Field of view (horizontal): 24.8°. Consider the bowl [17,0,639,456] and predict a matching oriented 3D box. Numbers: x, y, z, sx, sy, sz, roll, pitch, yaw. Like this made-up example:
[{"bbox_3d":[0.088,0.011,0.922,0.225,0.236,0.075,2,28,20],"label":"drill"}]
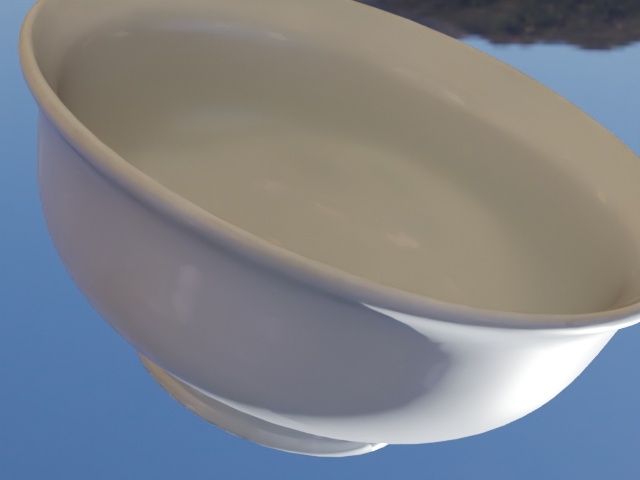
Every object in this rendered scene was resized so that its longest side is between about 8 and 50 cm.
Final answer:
[{"bbox_3d":[0.000,0.000,0.649,0.298,0.134,0.298,16,-152,-9],"label":"bowl"}]
